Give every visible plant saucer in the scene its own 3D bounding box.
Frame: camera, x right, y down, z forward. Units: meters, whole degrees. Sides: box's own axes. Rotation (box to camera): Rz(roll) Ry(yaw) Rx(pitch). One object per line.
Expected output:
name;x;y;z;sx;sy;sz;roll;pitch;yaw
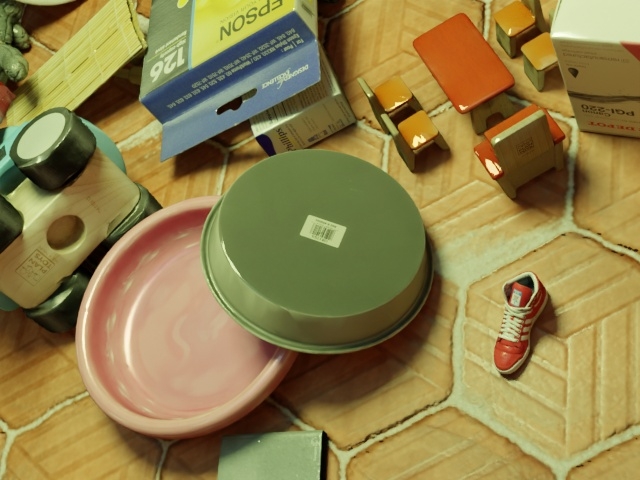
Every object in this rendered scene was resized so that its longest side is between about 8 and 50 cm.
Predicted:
plant saucer;-0.158;0.102;1.212;0.332;0.084;0.332;-10;61;18

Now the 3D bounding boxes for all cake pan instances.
cake pan;0.000;0.000;1.136;0.293;0.054;0.293;4;54;-5

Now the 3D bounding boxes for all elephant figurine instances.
elephant figurine;-0.577;-0.302;1.562;0.170;0.186;0.239;-4;55;-14

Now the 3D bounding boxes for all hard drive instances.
hard drive;-0.058;0.278;1.110;0.135;0.022;0.094;-7;61;20

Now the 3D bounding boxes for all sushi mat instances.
sushi mat;-0.405;-0.267;1.504;0.317;0.019;0.151;-35;55;24

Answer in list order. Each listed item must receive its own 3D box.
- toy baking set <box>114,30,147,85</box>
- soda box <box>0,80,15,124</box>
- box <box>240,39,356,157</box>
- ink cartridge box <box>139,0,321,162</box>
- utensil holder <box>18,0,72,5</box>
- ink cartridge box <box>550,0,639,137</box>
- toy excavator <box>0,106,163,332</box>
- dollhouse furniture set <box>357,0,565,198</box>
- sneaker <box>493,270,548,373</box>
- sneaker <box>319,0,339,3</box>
toy baking set;-0.221;-0.325;1.500;0.256;0.030;0.196;19;72;30
soda box;-0.510;-0.146;1.275;0.092;0.083;0.263;-29;33;19
box;-0.037;-0.203;1.328;0.137;0.072;0.126;-26;55;9
ink cartridge box;-0.137;-0.304;1.346;0.304;0.072;0.307;-22;51;31
utensil holder;-0.550;-0.647;1.641;0.327;0.327;0.385;-44;55;-3
ink cartridge box;0.367;-0.204;1.066;0.159;0.218;0.092;12;75;29
toy excavator;-0.511;-0.031;1.388;0.433;0.222;0.445;-48;43;-8
dollhouse furniture set;0.205;-0.193;1.179;0.262;0.135;0.259;-31;56;5
sneaker;0.223;0.091;1.061;0.042;0.067;0.118;16;71;30
sneaker;0.011;-0.535;1.450;0.146;0.134;0.343;15;71;30
